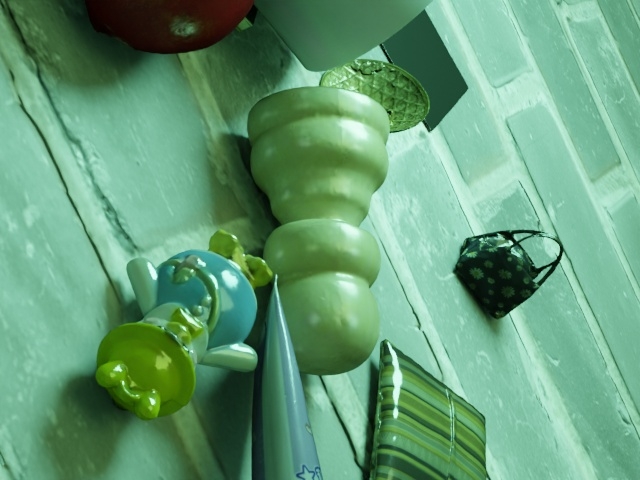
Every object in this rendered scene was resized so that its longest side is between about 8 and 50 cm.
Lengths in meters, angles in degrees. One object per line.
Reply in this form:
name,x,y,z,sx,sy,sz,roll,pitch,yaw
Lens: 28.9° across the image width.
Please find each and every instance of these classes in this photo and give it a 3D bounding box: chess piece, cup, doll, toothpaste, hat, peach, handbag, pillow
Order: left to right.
peach,-0.153,-0.277,1.264,0.197,0.197,0.197,33,45,-41
doll,-0.128,0.082,1.142,0.135,0.098,0.241,69,28,-20
toothpaste,-0.035,0.211,1.138,0.079,0.125,0.371,0,50,-14
cup,-0.020,-0.394,1.415,0.371,0.253,0.253,47,37,-24
chess piece,0.000,0.000,1.350,0.167,0.167,0.300,23,59,-47
hat,0.065,-0.166,1.619,0.146,0.067,0.146,7,45,-7
pillow,0.133,0.249,1.453,0.208,0.052,0.212,37,41,-33
handbag,0.274,0.030,1.719,0.115,0.139,0.072,53,28,-19

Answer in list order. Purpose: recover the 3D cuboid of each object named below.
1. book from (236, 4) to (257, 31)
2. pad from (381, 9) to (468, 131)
book,-0.146,-0.376,1.473,0.228,0.024,0.160,45,37,-30
pad,0.122,-0.323,1.848,0.300,0.005,0.202,59,32,-12
